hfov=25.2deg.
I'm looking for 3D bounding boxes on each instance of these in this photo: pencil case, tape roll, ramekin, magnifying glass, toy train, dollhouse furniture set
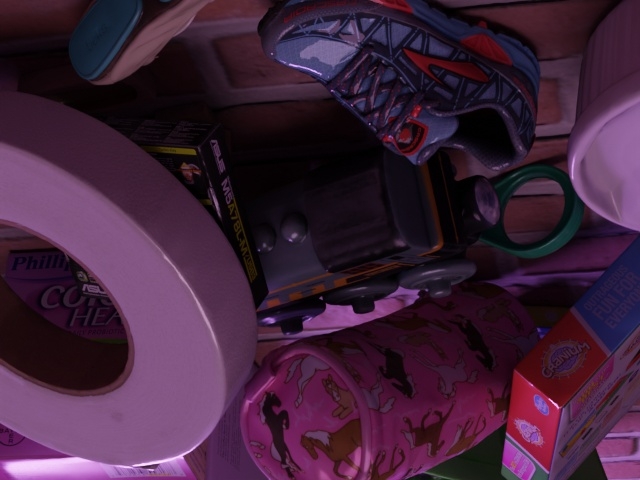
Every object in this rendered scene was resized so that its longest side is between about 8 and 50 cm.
[{"bbox_3d":[0.084,0.149,1.481,0.167,0.160,0.386,12,-164,32],"label":"pencil case"},{"bbox_3d":[-0.240,0.044,1.278,0.392,0.072,0.392,16,135,17],"label":"tape roll"},{"bbox_3d":[0.337,-0.118,1.183,0.273,0.127,0.273,0,152,0],"label":"ramekin"},{"bbox_3d":[0.156,-0.021,1.425,0.231,0.092,0.026,-7,156,35],"label":"magnifying glass"},{"bbox_3d":[0.000,0.000,1.355,0.334,0.142,0.190,-17,166,32],"label":"toy train"},{"bbox_3d":[-0.177,-0.071,1.283,0.144,0.123,0.151,-10,150,18],"label":"dollhouse furniture set"}]

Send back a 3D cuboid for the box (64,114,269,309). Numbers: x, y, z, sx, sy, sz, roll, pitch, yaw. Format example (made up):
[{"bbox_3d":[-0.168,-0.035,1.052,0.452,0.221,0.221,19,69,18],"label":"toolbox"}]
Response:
[{"bbox_3d":[-0.153,-0.022,1.252,0.190,0.045,0.184,5,127,27],"label":"box"}]

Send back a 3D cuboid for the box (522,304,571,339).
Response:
[{"bbox_3d":[0.262,0.126,1.720,0.109,0.042,0.178,2,151,-4],"label":"box"}]

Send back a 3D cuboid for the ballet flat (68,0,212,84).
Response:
[{"bbox_3d":[-0.114,-0.201,1.107,0.086,0.086,0.248,18,149,-29],"label":"ballet flat"}]

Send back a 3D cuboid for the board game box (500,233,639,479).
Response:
[{"bbox_3d":[0.304,0.140,1.567,0.064,0.242,0.316,39,160,22],"label":"board game box"}]

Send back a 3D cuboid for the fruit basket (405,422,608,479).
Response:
[{"bbox_3d":[0.202,0.373,1.845,0.392,0.392,0.283,16,148,-26],"label":"fruit basket"}]

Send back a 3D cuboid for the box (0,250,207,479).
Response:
[{"bbox_3d":[-0.233,0.139,1.547,0.213,0.243,0.117,-2,151,7],"label":"box"}]

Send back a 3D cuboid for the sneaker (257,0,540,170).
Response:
[{"bbox_3d":[0.073,-0.129,1.170,0.262,0.125,0.104,13,149,-21],"label":"sneaker"}]

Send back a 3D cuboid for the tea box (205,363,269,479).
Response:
[{"bbox_3d":[-0.243,0.311,1.774,0.323,0.329,0.220,-7,151,16],"label":"tea box"}]
